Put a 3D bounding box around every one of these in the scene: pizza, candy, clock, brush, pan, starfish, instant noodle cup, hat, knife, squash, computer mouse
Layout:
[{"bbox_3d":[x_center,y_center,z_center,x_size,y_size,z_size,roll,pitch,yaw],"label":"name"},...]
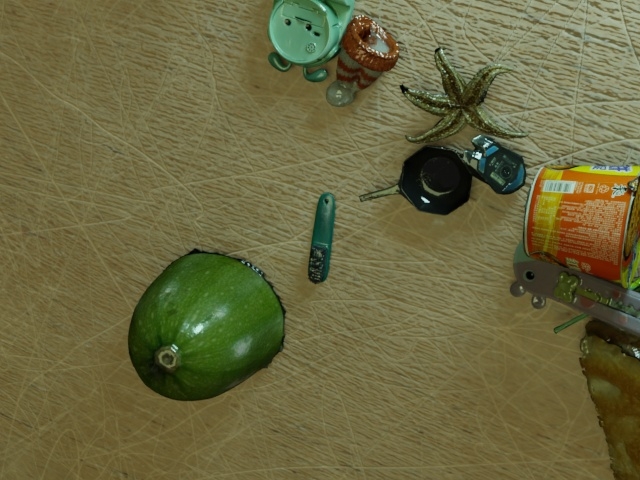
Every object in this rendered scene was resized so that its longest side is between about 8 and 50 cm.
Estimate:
[{"bbox_3d":[0.649,0.352,1.549,0.392,0.080,0.434,5,122,57],"label":"pizza"},{"bbox_3d":[0.525,0.098,1.593,0.262,0.073,0.077,-34,73,25],"label":"candy"},{"bbox_3d":[-0.026,-0.382,1.626,0.148,0.060,0.188,19,116,13],"label":"clock"},{"bbox_3d":[0.000,0.000,1.778,0.043,0.032,0.193,14,116,16],"label":"brush"},{"bbox_3d":[0.179,-0.120,1.655,0.202,0.048,0.128,11,112,15],"label":"pan"},{"bbox_3d":[0.251,-0.233,1.585,0.238,0.057,0.213,29,124,-8],"label":"starfish"},{"bbox_3d":[0.443,-0.038,1.510,0.174,0.213,0.213,11,113,26],"label":"instant noodle cup"},{"bbox_3d":[0.062,-0.308,1.620,0.112,0.094,0.162,45,137,11],"label":"hat"},{"bbox_3d":[0.501,0.108,1.551,0.399,0.038,0.132,25,109,33],"label":"knife"},{"bbox_3d":[-0.262,0.212,1.803,0.310,0.309,0.310,7,113,18],"label":"squash"},{"bbox_3d":[0.303,-0.132,1.591,0.135,0.047,0.079,33,89,-21],"label":"computer mouse"}]
